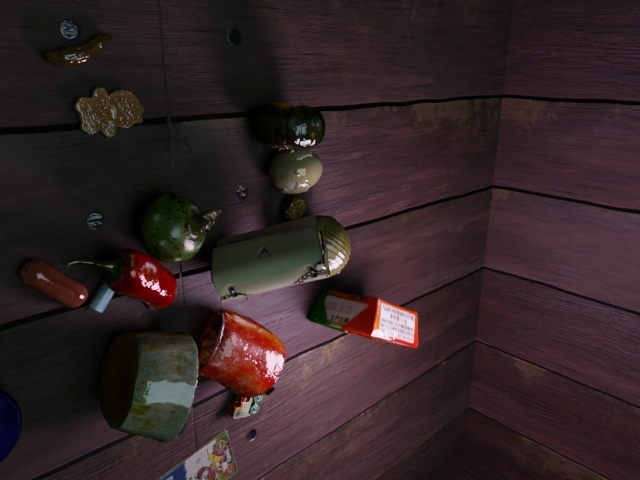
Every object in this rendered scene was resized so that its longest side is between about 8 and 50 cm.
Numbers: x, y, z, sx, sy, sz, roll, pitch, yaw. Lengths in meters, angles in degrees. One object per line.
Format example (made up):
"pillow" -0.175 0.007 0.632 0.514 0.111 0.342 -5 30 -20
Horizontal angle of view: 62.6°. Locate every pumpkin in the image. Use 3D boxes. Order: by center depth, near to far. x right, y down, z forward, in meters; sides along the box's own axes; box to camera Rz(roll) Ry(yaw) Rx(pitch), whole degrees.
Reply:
"pumpkin" -0.521 0.414 1.546 0.199 0.332 0.332 17 91 -33
"pumpkin" -0.101 -0.372 1.747 0.238 0.238 0.159 -8 114 -43

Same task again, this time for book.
"book" -0.459 0.883 1.964 0.322 0.018 0.228 -29 122 -36

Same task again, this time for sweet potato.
"sweet potato" -0.604 -0.478 1.334 0.182 0.054 0.053 -39 137 -33

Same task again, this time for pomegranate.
"pomegranate" -0.411 -0.038 1.541 0.211 0.263 0.211 -4 90 -66

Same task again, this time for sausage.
"sausage" -0.712 0.119 1.413 0.077 0.077 0.194 -56 136 -16

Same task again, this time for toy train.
"toy train" -0.280 0.590 2.009 0.118 0.074 0.176 13 96 -43

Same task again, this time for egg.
"egg" -0.087 -0.245 1.851 0.201 0.164 0.164 -16 115 -28

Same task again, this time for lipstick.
"lipstick" -0.613 0.130 1.533 0.048 0.048 0.158 41 73 -44

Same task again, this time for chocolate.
"chocolate" 0.195 0.327 2.210 0.360 0.341 0.161 23 77 -46

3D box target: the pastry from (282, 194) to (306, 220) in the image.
"pastry" -0.097 -0.122 1.960 0.109 0.057 0.097 -22 120 -38

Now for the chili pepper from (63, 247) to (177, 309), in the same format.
"chili pepper" -0.524 0.089 1.462 0.134 0.131 0.338 -69 156 -18

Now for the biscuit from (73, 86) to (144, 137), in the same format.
"biscuit" -0.572 -0.353 1.425 0.184 0.027 0.133 -39 127 -32

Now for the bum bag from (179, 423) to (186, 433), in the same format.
"bum bag" -0.507 0.634 1.819 0.058 0.034 0.124 -60 138 -31

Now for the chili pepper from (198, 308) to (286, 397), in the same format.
"chili pepper" -0.299 0.392 1.844 0.305 0.229 0.251 36 80 -35

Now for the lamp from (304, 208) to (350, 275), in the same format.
"lamp" 0.000 0.000 1.966 0.250 0.250 0.284 40 65 -45

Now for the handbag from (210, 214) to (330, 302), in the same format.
"handbag" -0.161 0.063 1.713 0.358 0.237 0.160 -14 125 4

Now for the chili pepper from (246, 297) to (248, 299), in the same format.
"chili pepper" -0.221 0.145 1.931 0.191 0.050 0.059 -49 131 -38

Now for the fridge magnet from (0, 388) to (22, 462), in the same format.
"fridge magnet" -0.897 0.485 1.320 0.265 0.112 0.265 -18 117 -40
